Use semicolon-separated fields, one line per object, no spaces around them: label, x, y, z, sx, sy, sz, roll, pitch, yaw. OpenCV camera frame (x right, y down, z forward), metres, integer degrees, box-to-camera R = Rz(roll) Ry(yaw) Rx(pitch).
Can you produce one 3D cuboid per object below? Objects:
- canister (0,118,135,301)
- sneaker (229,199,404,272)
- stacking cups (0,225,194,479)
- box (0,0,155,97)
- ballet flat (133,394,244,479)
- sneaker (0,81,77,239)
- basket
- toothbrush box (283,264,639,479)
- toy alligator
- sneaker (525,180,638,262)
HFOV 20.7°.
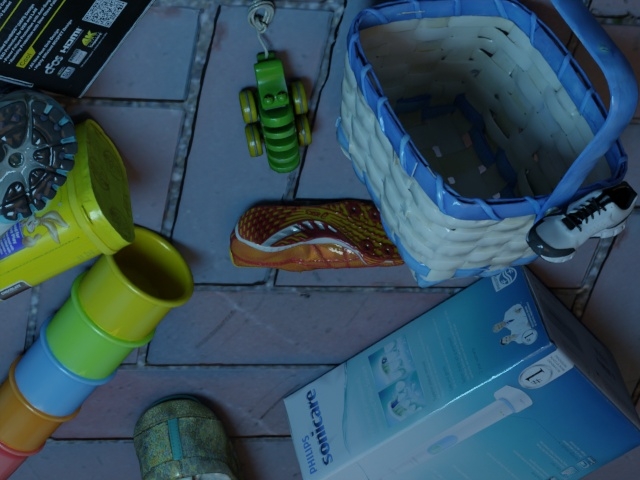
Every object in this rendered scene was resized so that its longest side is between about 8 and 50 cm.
canister;-0.252;-0.016;1.496;0.170;0.126;0.073;-25;135;12
sneaker;0.000;0.000;1.635;0.175;0.064;0.067;5;151;-13
stacking cups;-0.243;0.124;1.651;0.096;0.096;0.316;22;124;-31
box;-0.204;-0.259;1.268;0.257;0.079;0.322;13;130;-41
ballet flat;-0.114;0.305;1.849;0.123;0.123;0.348;-17;135;1
sneaker;-0.311;-0.016;1.430;0.283;0.122;0.110;-43;118;3
basket;0.134;-0.123;1.419;0.201;0.255;0.289;-13;151;-23
toothbrush box;0.147;0.184;1.793;0.295;0.126;0.216;-34;133;17
toy alligator;-0.039;-0.117;1.504;0.056;0.051;0.190;-12;135;-4
sneaker;0.201;-0.018;1.348;0.109;0.040;0.044;-26;155;-37
